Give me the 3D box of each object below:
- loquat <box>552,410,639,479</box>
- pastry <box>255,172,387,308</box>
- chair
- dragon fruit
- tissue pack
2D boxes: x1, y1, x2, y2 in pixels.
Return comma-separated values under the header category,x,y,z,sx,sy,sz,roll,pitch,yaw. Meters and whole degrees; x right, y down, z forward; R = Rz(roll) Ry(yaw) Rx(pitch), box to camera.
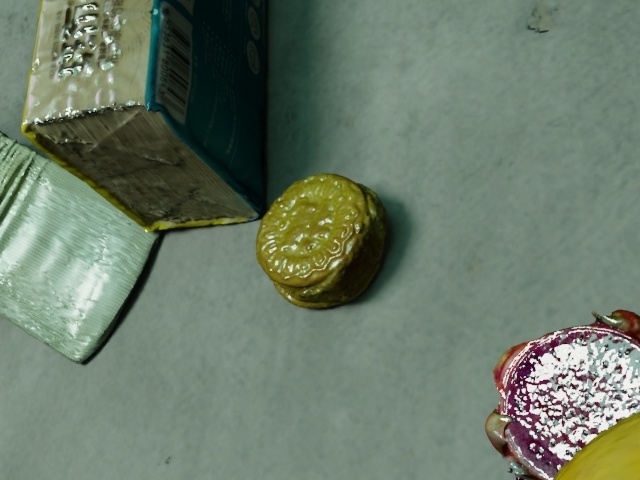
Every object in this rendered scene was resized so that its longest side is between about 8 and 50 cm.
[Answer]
category,x,y,z,sx,sy,sz,roll,pitch,yaw
loquat,0.185,0.202,0.426,0.275,0.275,0.274,-12,63,25
pastry,0.000,0.000,0.749,0.109,0.057,0.097,-19,59,21
chair,-0.314,-0.030,0.905,0.160,0.319,0.186,-63,10,-11
dragon fruit,0.165,0.101,0.605,0.126,0.068,0.112,-44,60,18
tissue pack,-0.134,-0.164,0.816,0.134,0.192,0.270,-9,63,18
